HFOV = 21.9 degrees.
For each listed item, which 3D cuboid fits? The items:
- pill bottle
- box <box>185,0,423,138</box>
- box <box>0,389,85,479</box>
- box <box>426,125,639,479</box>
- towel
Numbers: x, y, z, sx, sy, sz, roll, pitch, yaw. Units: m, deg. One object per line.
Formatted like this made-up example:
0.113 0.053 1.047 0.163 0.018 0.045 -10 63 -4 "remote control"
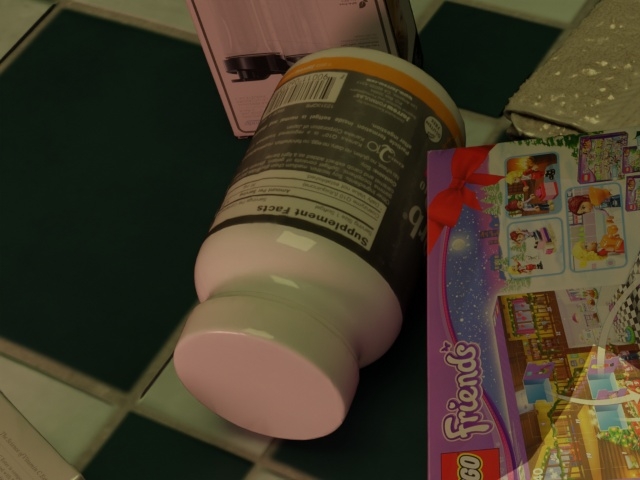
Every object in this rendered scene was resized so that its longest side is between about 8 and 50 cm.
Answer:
0.000 0.000 1.246 0.162 0.162 0.278 6 52 22 "pill bottle"
-0.024 -0.220 1.363 0.169 0.290 0.087 -5 47 15 "box"
-0.255 0.209 1.179 0.170 0.091 0.130 -38 49 -18 "box"
0.174 0.058 1.117 0.201 0.057 0.293 -6 56 13 "box"
0.298 -0.153 1.373 0.187 0.049 0.282 25 59 32 "towel"
